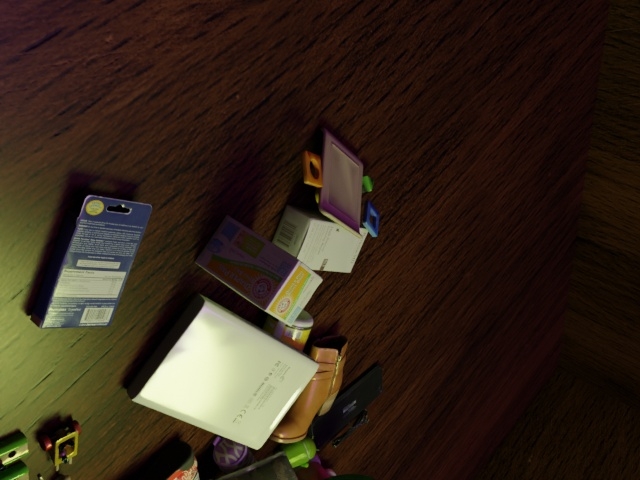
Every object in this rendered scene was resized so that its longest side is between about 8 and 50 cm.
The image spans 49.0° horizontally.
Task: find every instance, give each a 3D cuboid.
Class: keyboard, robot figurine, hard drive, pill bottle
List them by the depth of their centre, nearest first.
[{"bbox_3d":[-0.185,0.278,1.430,0.353,0.047,0.233,37,89,-41],"label":"hard drive"},{"bbox_3d":[-0.092,0.241,1.576,0.103,0.103,0.184,3,112,-54],"label":"pill bottle"},{"bbox_3d":[-0.063,0.564,1.869,0.115,0.067,0.101,-21,104,-13],"label":"robot figurine"},{"bbox_3d":[0.077,0.512,2.072,0.317,0.033,0.202,-31,132,-36],"label":"keyboard"}]

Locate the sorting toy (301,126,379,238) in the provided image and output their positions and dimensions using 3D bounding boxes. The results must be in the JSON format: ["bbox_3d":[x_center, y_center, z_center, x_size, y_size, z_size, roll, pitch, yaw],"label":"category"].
[{"bbox_3d":[0.034,-0.117,1.477,0.347,0.047,0.196,31,54,-57],"label":"sorting toy"}]

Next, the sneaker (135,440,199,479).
[{"bbox_3d":[-0.361,0.555,1.463,0.270,0.090,0.145,-38,138,-35],"label":"sneaker"}]

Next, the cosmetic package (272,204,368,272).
[{"bbox_3d":[0.000,0.000,1.539,0.231,0.085,0.118,7,109,-54],"label":"cosmetic package"}]

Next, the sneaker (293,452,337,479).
[{"bbox_3d":[-0.002,0.719,2.002,0.115,0.136,0.314,-32,140,-3],"label":"sneaker"}]

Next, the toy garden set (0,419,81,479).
[{"bbox_3d":[-0.507,0.439,1.217,0.203,0.049,0.245,-21,130,-44],"label":"toy garden set"}]

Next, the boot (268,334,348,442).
[{"bbox_3d":[-0.027,0.364,1.746,0.283,0.109,0.220,-15,127,-50],"label":"boot"}]

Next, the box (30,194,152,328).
[{"bbox_3d":[-0.362,0.033,1.121,0.136,0.036,0.225,8,109,-55],"label":"box"}]

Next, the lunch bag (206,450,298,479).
[{"bbox_3d":[-0.163,0.637,1.541,0.286,0.235,0.169,-18,139,-17],"label":"lunch bag"}]

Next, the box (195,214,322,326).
[{"bbox_3d":[-0.116,0.056,1.315,0.114,0.203,0.103,-57,146,-6],"label":"box"}]

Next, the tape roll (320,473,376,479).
[{"bbox_3d":[0.028,0.709,1.720,0.321,0.321,0.077,-34,109,-35],"label":"tape roll"}]

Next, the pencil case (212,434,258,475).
[{"bbox_3d":[-0.195,0.539,1.673,0.086,0.088,0.206,-53,146,-31],"label":"pencil case"}]
